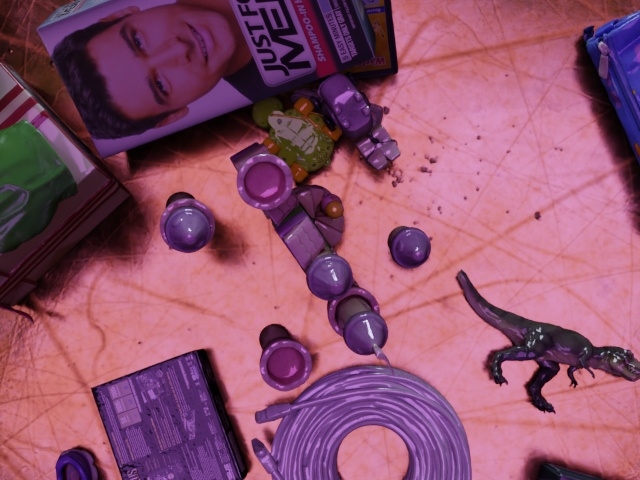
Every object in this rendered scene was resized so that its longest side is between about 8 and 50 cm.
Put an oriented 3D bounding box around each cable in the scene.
[{"bbox_3d":[0.064,0.289,1.470,0.257,0.089,0.257,-24,86,0],"label":"cable"}]

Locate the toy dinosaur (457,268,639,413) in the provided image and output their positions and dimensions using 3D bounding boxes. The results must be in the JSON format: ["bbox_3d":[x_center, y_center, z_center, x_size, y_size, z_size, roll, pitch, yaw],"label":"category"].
[{"bbox_3d":[0.279,0.148,1.484,0.268,0.064,0.118,25,73,4],"label":"toy dinosaur"}]

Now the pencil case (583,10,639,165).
[{"bbox_3d":[0.441,-0.156,1.465,0.133,0.119,0.306,-17,85,-28],"label":"pencil case"}]

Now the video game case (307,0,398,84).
[{"bbox_3d":[-0.048,-0.322,1.478,0.274,0.035,0.248,-6,115,5],"label":"video game case"}]

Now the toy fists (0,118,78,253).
[{"bbox_3d":[-0.404,-0.106,1.277,0.142,0.096,0.279,-36,81,-24],"label":"toy fists"}]

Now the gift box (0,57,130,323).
[{"bbox_3d":[-0.409,-0.052,1.431,0.258,0.255,0.276,-42,79,-3],"label":"gift box"}]

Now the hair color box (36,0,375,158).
[{"bbox_3d":[-0.137,-0.259,1.429,0.374,0.114,0.185,-19,113,12],"label":"hair color box"}]

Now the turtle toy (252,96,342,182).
[{"bbox_3d":[-0.036,-0.142,1.511,0.130,0.066,0.095,41,93,-1],"label":"turtle toy"}]

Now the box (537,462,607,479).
[{"bbox_3d":[0.326,0.433,1.420,0.165,0.143,0.270,17,87,4],"label":"box"}]

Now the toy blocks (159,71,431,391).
[{"bbox_3d":[0.000,0.000,1.369,0.309,0.260,0.289,-35,106,-1],"label":"toy blocks"}]

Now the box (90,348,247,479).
[{"bbox_3d":[-0.194,0.249,1.487,0.147,0.077,0.180,-21,85,1],"label":"box"}]

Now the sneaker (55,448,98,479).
[{"bbox_3d":[-0.313,0.357,1.489,0.068,0.071,0.170,-21,86,1],"label":"sneaker"}]

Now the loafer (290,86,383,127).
[{"bbox_3d":[0.023,-0.180,1.529,0.125,0.045,0.039,21,70,-3],"label":"loafer"}]
